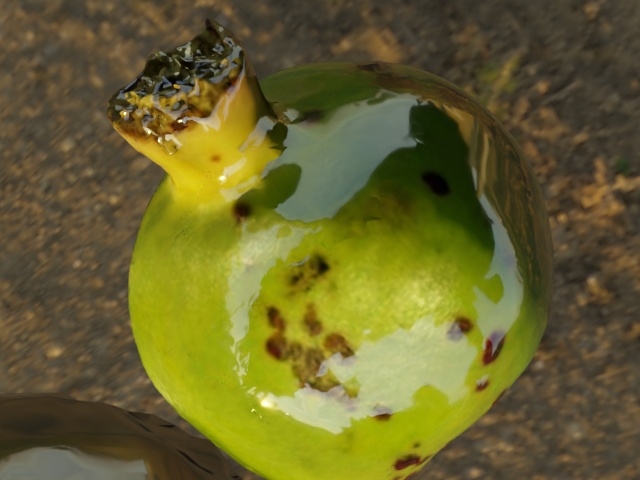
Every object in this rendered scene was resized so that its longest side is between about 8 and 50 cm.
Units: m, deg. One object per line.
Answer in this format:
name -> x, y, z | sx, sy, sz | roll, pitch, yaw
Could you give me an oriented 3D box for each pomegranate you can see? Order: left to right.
pomegranate -> 0.010, 0.007, 0.586 | 0.122, 0.169, 0.143 | 31, 68, 32

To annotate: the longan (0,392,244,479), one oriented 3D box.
longan -> -0.164, 0.317, 1.011 | 0.404, 0.436, 0.404 | 29, 26, -16
